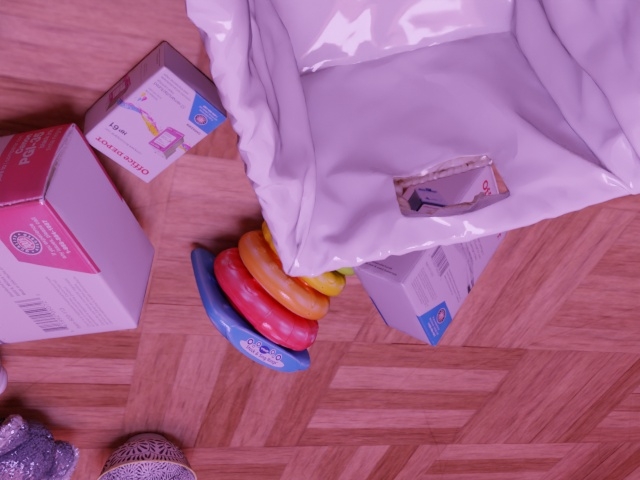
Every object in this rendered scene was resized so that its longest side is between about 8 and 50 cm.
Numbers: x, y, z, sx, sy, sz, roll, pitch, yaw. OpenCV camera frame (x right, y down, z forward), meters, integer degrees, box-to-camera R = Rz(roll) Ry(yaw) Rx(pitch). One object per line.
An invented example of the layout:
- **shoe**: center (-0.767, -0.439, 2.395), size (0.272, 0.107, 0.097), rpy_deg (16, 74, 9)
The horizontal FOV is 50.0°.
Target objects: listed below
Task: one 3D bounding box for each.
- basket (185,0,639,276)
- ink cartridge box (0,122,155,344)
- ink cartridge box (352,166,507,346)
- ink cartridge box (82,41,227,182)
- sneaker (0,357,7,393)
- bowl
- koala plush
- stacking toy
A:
- **basket**: center (0.076, -0.195, 0.548), size (0.328, 0.266, 0.331), rpy_deg (-15, 138, 1)
- **ink cartridge box**: center (-0.352, 0.008, 0.724), size (0.283, 0.117, 0.207), rpy_deg (-8, 138, 10)
- **ink cartridge box**: center (0.140, 0.009, 0.839), size (0.190, 0.082, 0.139), rpy_deg (-54, 139, -21)
- **ink cartridge box**: center (-0.171, -0.128, 0.710), size (0.122, 0.052, 0.088), rpy_deg (-34, 133, 22)
- **sneaker**: center (-0.551, 0.155, 0.888), size (0.262, 0.099, 0.121), rpy_deg (-2, 129, -23)
- **bowl**: center (-0.302, 0.387, 1.190), size (0.170, 0.080, 0.170), rpy_deg (-8, 136, -7)
- **koala plush**: center (-0.497, 0.351, 1.041), size (0.221, 0.203, 0.196), rpy_deg (-28, 137, -2)
- **stacking toy**: center (0.000, 0.000, 0.840), size (0.302, 0.166, 0.175), rpy_deg (-45, 126, 10)
